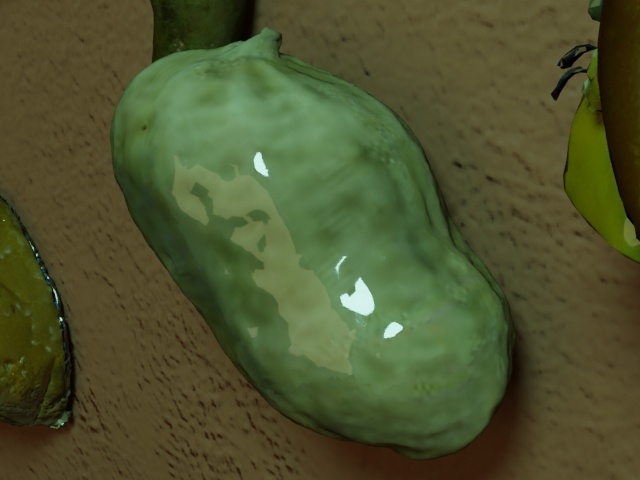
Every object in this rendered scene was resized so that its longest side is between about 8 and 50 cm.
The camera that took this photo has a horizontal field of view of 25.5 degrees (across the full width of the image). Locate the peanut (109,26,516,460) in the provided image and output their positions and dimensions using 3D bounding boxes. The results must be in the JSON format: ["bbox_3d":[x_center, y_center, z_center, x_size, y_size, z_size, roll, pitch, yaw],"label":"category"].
[{"bbox_3d":[0.000,0.000,0.641,0.224,0.129,0.129,51,132,6],"label":"peanut"}]

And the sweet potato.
[{"bbox_3d":[-0.072,-0.173,0.695,0.069,0.059,0.250,-5,97,56],"label":"sweet potato"}]

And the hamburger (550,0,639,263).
[{"bbox_3d":[0.192,-0.057,0.429,0.261,0.138,0.243,39,128,26],"label":"hamburger"}]

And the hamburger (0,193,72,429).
[{"bbox_3d":[-0.220,0.047,0.877,0.087,0.102,0.176,-20,90,32],"label":"hamburger"}]
